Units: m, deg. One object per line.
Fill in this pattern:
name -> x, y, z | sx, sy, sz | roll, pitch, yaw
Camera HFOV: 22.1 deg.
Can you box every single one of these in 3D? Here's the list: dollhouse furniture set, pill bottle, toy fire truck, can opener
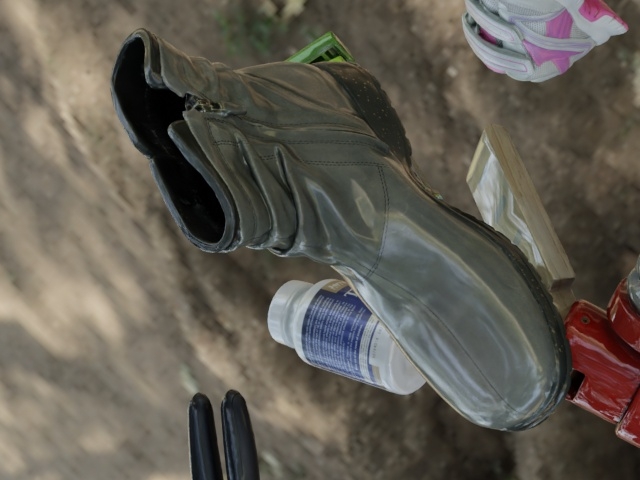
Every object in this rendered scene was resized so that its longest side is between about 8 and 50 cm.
dollhouse furniture set -> 0.021, -0.080, 1.204 | 0.152, 0.058, 0.076 | 61, -167, 28
pill bottle -> 0.022, 0.066, 1.193 | 0.120, 0.067, 0.067 | 15, 143, 37
toy fire truck -> 0.179, 0.007, 0.799 | 0.246, 0.158, 0.217 | 27, 123, 9
can opener -> -0.055, 0.187, 1.042 | 0.059, 0.073, 0.186 | -15, 91, 18

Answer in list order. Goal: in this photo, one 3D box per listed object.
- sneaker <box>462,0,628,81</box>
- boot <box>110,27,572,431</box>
sneaker -> 0.177, -0.198, 1.456 | 0.252, 0.111, 0.103 | 20, -153, -54
boot -> 0.000, 0.000, 0.793 | 0.083, 0.161, 0.246 | -53, 58, 29
